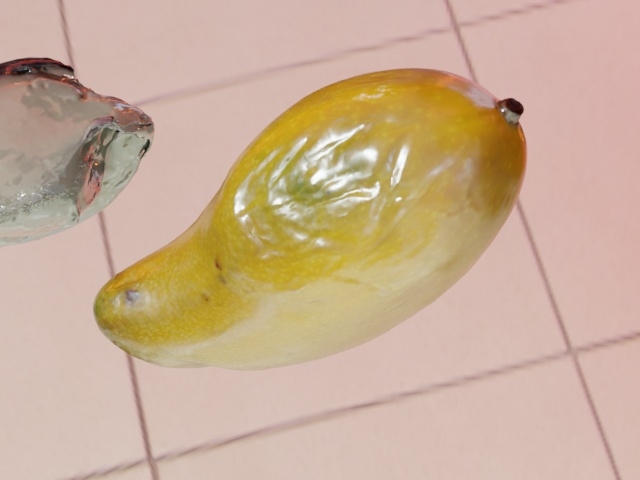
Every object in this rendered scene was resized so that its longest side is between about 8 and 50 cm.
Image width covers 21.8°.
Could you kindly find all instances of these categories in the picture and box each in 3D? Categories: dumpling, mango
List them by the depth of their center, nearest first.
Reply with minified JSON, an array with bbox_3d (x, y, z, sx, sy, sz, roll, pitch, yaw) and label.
[{"bbox_3d":[0.000,0.000,0.596,0.190,0.098,0.075,-36,43,35],"label":"mango"},{"bbox_3d":[-0.300,-0.076,1.559,0.293,0.204,0.163,-20,92,-5],"label":"dumpling"}]
